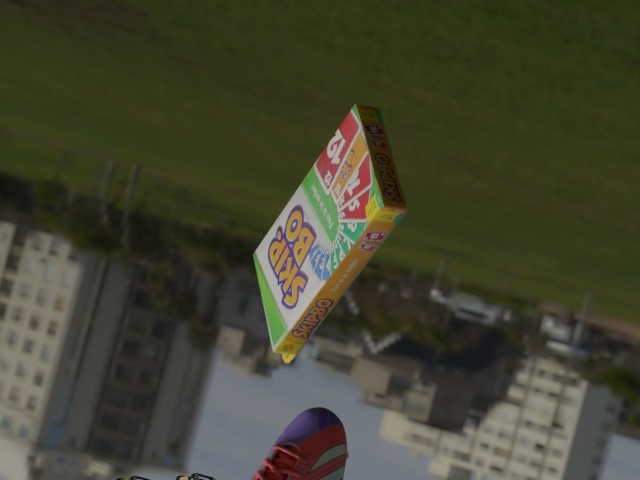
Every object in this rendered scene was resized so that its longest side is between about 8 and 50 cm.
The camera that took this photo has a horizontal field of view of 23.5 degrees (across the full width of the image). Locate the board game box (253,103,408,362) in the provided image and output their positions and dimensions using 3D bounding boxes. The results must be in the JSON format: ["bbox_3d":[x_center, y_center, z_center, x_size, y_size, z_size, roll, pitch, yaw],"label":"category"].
[{"bbox_3d":[0.000,0.000,1.481,0.039,0.124,0.259,6,140,-25],"label":"board game box"}]

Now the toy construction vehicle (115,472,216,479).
[{"bbox_3d":[-0.136,0.250,1.482,0.086,0.035,0.098,-13,154,34],"label":"toy construction vehicle"}]

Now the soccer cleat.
[{"bbox_3d":[-0.051,0.247,1.383,0.083,0.248,0.095,6,146,40],"label":"soccer cleat"}]
